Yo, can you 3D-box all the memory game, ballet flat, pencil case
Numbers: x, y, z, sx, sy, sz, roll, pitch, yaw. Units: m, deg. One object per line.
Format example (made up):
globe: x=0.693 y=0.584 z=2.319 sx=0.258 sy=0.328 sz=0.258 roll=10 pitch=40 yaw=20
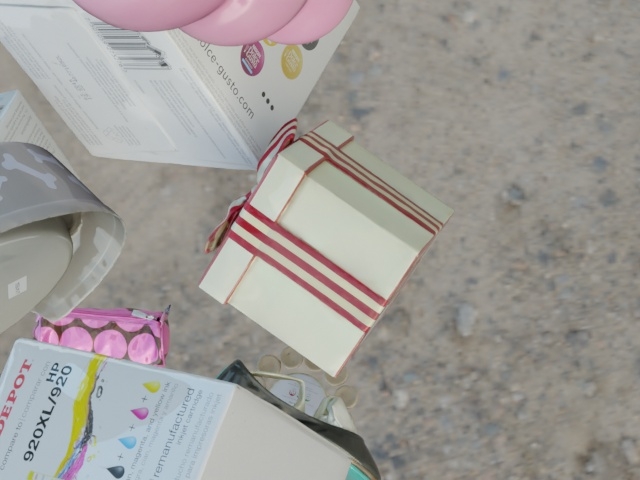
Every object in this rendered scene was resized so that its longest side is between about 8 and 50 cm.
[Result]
memory game: x=-0.034 y=0.250 z=2.188 sx=0.186 sy=0.012 sz=0.186 roll=-3 pitch=70 yaw=7
ballet flat: x=-0.021 y=0.246 z=1.985 sx=0.095 sy=0.280 sz=0.096 roll=-16 pitch=47 yaw=64
pencil case: x=-0.333 y=0.139 z=2.185 sx=0.098 sy=0.209 sz=0.095 roll=94 pitch=178 yaw=-55

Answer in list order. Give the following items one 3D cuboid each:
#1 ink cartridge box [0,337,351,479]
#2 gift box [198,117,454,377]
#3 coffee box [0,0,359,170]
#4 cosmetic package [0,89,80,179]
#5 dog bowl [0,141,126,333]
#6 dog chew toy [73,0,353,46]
ink cartridge box: x=-0.135 y=0.194 z=1.099 sx=0.233 sy=0.168 sz=0.171 roll=8 pitch=69 yaw=38
gift box: x=0.000 y=0.000 z=1.959 sx=0.258 sy=0.276 sz=0.255 roll=35 pitch=109 yaw=4
coffee box: x=-0.209 y=-0.338 z=2.044 sx=0.338 sy=0.337 sz=0.334 roll=6 pitch=54 yaw=37
cosmetic package: x=-0.476 y=-0.094 z=2.089 sx=0.152 sy=0.151 sz=0.183 roll=-8 pitch=131 yaw=27
dog bowl: x=-0.356 y=0.038 z=1.338 sx=0.349 sy=0.349 sz=0.102 roll=-42 pitch=75 yaw=33
dog chew toy: x=-0.094 y=-0.272 z=1.321 sx=0.207 sy=0.332 sz=0.206 roll=-13 pitch=71 yaw=42
